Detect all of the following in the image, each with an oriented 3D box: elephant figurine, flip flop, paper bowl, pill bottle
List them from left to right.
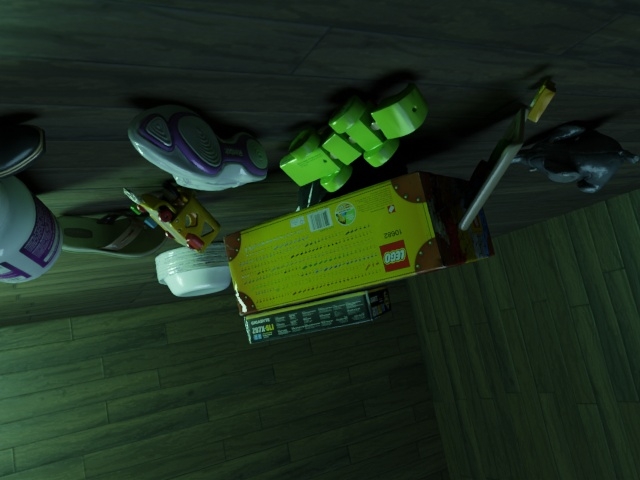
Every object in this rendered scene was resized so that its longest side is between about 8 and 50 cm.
[{"bbox_3d":[-0.557,-0.028,0.932,0.169,0.169,0.301,-9,170,-14],"label":"pill bottle"},{"bbox_3d":[-0.481,-0.024,1.284,0.277,0.112,0.080,4,148,-40],"label":"flip flop"},{"bbox_3d":[-0.425,0.109,1.933,0.284,0.148,0.284,-10,170,-2],"label":"paper bowl"},{"bbox_3d":[0.599,-0.205,1.366,0.239,0.169,0.186,7,137,-12],"label":"elephant figurine"}]

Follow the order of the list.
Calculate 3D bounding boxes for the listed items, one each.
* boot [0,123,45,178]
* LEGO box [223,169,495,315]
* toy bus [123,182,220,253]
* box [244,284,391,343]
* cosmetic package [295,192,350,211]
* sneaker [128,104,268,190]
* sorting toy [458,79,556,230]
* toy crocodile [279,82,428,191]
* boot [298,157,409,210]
[{"bbox_3d":[-0.484,-0.133,0.717,0.197,0.077,0.137,-13,165,-1],"label":"boot"},{"bbox_3d":[0.093,0.014,1.278,0.500,0.193,0.372,-17,173,31],"label":"LEGO box"},{"bbox_3d":[-0.306,-0.065,1.189,0.104,0.191,0.202,-54,-176,-17],"label":"toy bus"},{"bbox_3d":[0.004,0.188,1.430,0.322,0.079,0.257,-14,173,17],"label":"box"},{"bbox_3d":[0.006,-0.078,1.552,0.117,0.086,0.231,-10,172,-13],"label":"cosmetic package"},{"bbox_3d":[-0.213,-0.128,0.911,0.152,0.114,0.305,-17,169,24],"label":"sneaker"},{"bbox_3d":[0.363,-0.187,1.094,0.229,0.041,0.307,-52,169,-52],"label":"sorting toy"},{"bbox_3d":[0.043,-0.180,0.988,0.115,0.105,0.340,40,147,-20],"label":"toy crocodile"},{"bbox_3d":[0.076,-0.123,1.334,0.207,0.094,0.246,-3,161,-25],"label":"boot"}]
